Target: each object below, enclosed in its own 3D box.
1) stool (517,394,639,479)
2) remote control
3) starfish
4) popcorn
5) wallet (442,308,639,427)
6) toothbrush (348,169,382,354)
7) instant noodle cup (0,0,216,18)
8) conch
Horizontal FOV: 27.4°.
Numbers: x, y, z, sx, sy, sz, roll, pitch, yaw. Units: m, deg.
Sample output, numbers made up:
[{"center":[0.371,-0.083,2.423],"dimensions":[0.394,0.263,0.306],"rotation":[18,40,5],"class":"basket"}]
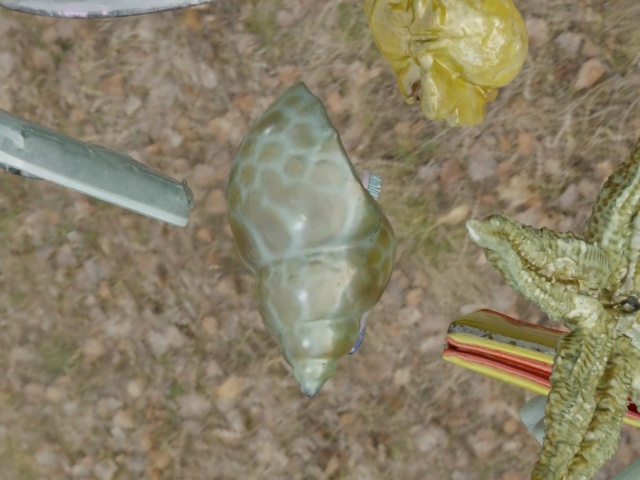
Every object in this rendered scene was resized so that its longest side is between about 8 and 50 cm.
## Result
[{"center":[0.358,0.226,1.491],"dimensions":[0.198,0.195,0.195],"rotation":[-36,89,1],"class":"stool"},{"center":[-0.220,-0.067,1.192],"dimensions":[0.104,0.247,0.052],"rotation":[25,93,49],"class":"remote control"},{"center":[0.196,0.031,0.854],"dimensions":[0.358,0.347,0.078],"rotation":[31,155,-36],"class":"starfish"},{"center":[0.165,-0.273,1.700],"dimensions":[0.190,0.191,0.253],"rotation":[-21,111,11],"class":"popcorn"},{"center":[0.260,0.123,1.373],"dimensions":[0.241,0.141,0.067],"rotation":[16,102,18],"class":"wallet"},{"center":[0.041,0.015,1.285],"dimensions":[0.027,0.269,0.021],"rotation":[9,131,-1],"class":"toothbrush"},{"center":[-0.073,-0.229,0.540],"dimensions":[0.217,0.217,0.207],"rotation":[8,129,29],"class":"instant noodle cup"},{"center":[-0.009,-0.011,0.837],"dimensions":[0.116,0.106,0.173],"rotation":[34,145,54],"class":"conch"}]
